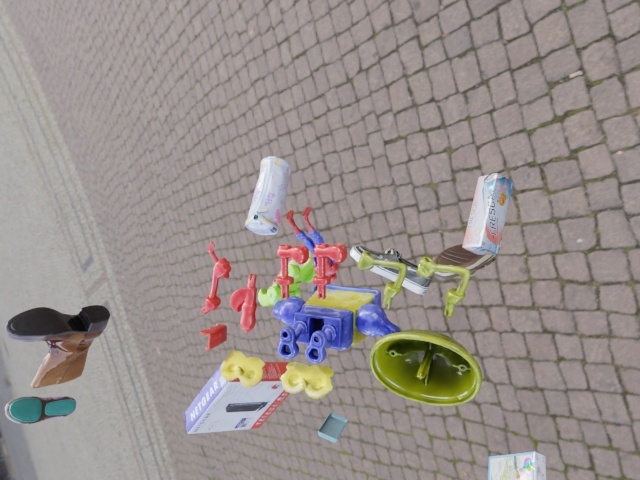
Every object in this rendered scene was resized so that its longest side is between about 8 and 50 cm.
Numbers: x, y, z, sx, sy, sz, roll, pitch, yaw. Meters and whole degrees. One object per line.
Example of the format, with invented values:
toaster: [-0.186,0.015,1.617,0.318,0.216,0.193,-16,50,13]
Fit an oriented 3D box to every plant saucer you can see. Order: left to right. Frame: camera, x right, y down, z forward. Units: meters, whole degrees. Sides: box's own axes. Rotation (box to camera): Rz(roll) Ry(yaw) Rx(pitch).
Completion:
plant saucer: [0.041,0.597,1.615,0.067,0.192,0.018,19,92,13]

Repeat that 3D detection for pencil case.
pencil case: [-0.180,-0.154,1.751,0.113,0.124,0.273,-2,63,28]

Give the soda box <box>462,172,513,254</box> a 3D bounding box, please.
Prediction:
soda box: [0.390,-0.060,1.178,0.063,0.058,0.183,-6,66,62]

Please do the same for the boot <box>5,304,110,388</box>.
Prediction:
boot: [-0.743,0.298,1.381,0.096,0.264,0.281,47,117,20]

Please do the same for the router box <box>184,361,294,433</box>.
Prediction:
router box: [-0.281,0.564,1.817,0.336,0.300,0.082,-53,45,30]

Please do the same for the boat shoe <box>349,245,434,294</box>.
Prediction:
boat shoe: [0.182,0.057,1.289,0.219,0.077,0.070,26,107,11]

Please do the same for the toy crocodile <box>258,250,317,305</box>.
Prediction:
toy crocodile: [-0.107,0.136,1.783,0.341,0.115,0.105,-50,57,38]

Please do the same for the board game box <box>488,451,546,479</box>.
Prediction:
board game box: [0.320,0.433,0.828,0.103,0.026,0.154,-41,28,51]

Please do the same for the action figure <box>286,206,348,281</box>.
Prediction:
action figure: [0.000,0.000,1.557,0.091,0.139,0.281,-8,126,26]

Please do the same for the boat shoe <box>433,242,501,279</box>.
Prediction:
boat shoe: [0.405,0.062,1.382,0.095,0.257,0.095,34,136,45]

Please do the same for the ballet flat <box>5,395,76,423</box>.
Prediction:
ballet flat: [-0.829,0.492,1.481,0.079,0.221,0.077,-7,76,26]

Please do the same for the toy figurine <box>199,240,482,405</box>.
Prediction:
toy figurine: [0.043,0.085,0.697,0.362,0.217,0.192,2,99,23]
